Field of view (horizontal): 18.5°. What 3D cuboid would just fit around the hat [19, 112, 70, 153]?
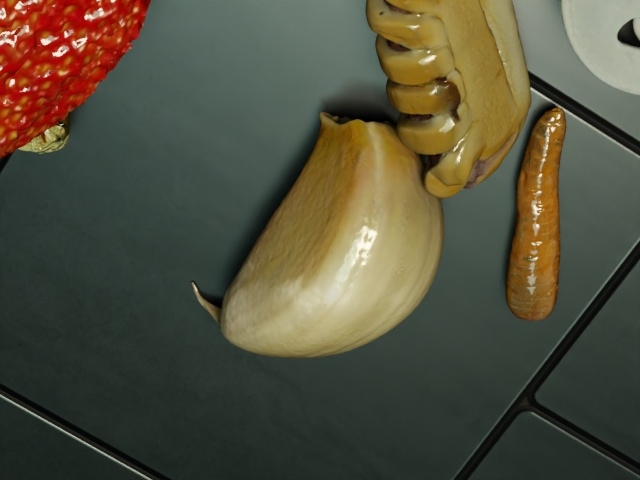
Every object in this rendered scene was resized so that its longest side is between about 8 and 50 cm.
[{"bbox_3d":[-0.244,-0.110,1.620,0.077,0.059,0.076,6,156,-9],"label":"hat"}]

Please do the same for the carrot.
[{"bbox_3d":[0.184,-0.022,1.654,0.047,0.047,0.191,3,110,1],"label":"carrot"}]

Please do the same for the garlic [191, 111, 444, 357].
[{"bbox_3d":[0.006,0.013,1.644,0.164,0.145,0.245,47,113,18],"label":"garlic"}]

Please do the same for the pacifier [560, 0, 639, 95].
[{"bbox_3d":[0.317,-0.214,1.477,0.227,0.207,0.279,10,115,-21],"label":"pacifier"}]

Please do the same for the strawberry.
[{"bbox_3d":[-0.258,-0.199,1.482,0.250,0.238,0.288,23,88,3],"label":"strawberry"}]

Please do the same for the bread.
[{"bbox_3d":[0.099,-0.149,1.548,0.081,0.134,0.225,13,132,41],"label":"bread"}]
